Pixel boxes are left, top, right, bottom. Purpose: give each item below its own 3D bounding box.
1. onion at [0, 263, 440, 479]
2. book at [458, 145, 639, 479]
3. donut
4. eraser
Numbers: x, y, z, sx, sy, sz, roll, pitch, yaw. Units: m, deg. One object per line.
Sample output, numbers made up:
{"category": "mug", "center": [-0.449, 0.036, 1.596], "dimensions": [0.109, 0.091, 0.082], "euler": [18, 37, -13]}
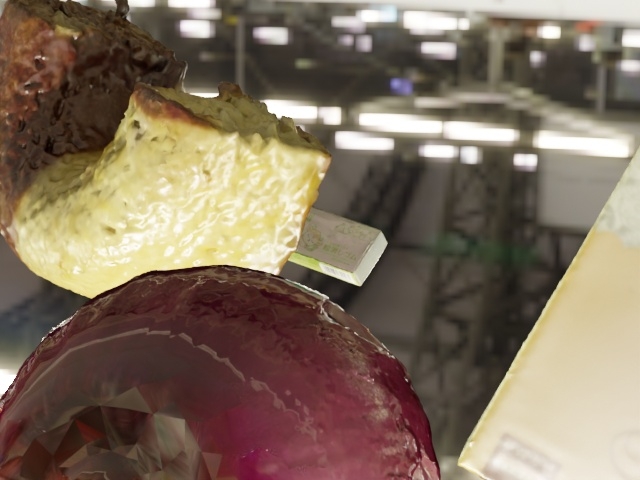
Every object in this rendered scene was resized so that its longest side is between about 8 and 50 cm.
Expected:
{"category": "onion", "center": [-0.043, 0.094, 0.692], "dimensions": [0.153, 0.177, 0.177], "euler": [26, 178, -32]}
{"category": "book", "center": [0.272, 0.044, 1.079], "dimensions": [0.269, 0.389, 0.032], "euler": [28, -151, 6]}
{"category": "donut", "center": [-0.097, -0.036, 0.933], "dimensions": [0.085, 0.141, 0.217], "euler": [11, -168, -40]}
{"category": "eraser", "center": [0.000, 0.000, 1.299], "dimensions": [0.083, 0.038, 0.019], "euler": [20, 158, 33]}
